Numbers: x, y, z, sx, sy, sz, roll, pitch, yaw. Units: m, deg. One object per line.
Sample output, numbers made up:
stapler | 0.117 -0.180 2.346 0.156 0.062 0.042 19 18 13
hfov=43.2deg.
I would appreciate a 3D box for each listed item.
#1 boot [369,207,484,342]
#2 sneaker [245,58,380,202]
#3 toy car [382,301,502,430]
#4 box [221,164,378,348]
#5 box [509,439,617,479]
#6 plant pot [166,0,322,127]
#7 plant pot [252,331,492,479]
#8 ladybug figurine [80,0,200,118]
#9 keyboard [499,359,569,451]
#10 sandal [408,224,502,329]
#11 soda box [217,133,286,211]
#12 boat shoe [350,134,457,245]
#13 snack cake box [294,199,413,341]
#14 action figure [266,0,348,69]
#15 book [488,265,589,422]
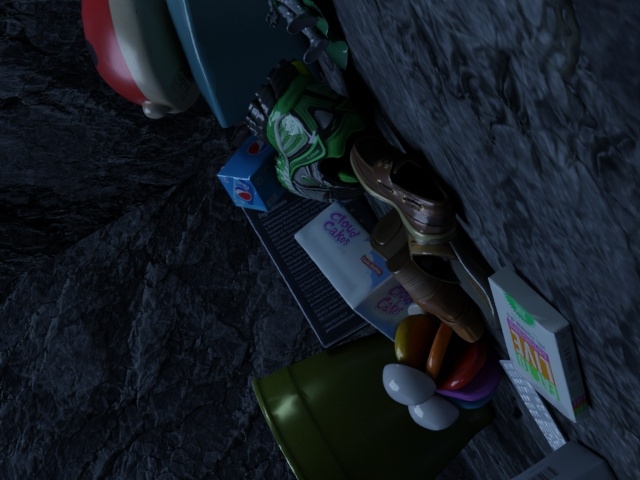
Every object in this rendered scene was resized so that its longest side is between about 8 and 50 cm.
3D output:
boot | 0.141 0.041 1.058 0.152 0.073 0.197 43 -158 -22
sneaker | 0.015 -0.108 1.090 0.146 0.134 0.343 37 180 18
toy car | 0.182 0.172 1.120 0.136 0.159 0.182 2 146 38
box | 0.000 0.000 1.636 0.396 0.212 0.293 58 178 7
box | 0.285 0.335 0.894 0.171 0.130 0.091 60 176 -2
plant pot | -0.128 -0.324 1.155 0.166 0.165 0.234 57 171 46
plant pot | 0.117 0.329 1.520 0.367 0.352 0.366 59 177 5
ladybug figurine | -0.287 -0.412 1.327 0.305 0.161 0.450 51 -144 -68
keyboard | 0.302 0.260 1.008 0.256 0.014 0.072 59 177 4
sandal | 0.139 0.020 0.920 0.219 0.060 0.090 58 177 28
soda box | -0.059 -0.142 1.220 0.071 0.210 0.067 10 141 39
boat shoe | 0.092 -0.070 0.888 0.178 0.064 0.060 52 155 40
snack cake box | 0.082 0.059 1.227 0.152 0.089 0.264 52 -174 30
action figure | -0.051 -0.305 0.966 0.232 0.063 0.137 62 -178 40
book | 0.215 0.101 0.780 0.096 0.035 0.144 50 170 50
